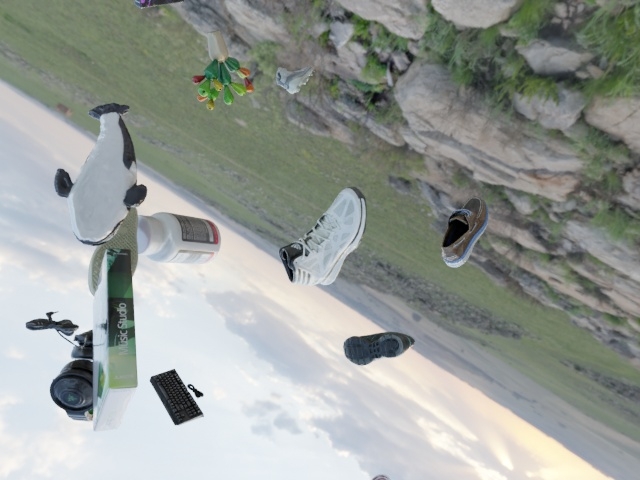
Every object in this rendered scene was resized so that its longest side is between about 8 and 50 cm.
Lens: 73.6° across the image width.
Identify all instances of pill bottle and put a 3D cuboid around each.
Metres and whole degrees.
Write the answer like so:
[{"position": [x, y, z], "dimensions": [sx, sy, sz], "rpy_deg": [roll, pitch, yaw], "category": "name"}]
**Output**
[{"position": [-0.518, -0.007, 1.515], "dimensions": [0.176, 0.176, 0.318], "rpy_deg": [30, -171, 25], "category": "pill bottle"}]

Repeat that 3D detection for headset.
[{"position": [-0.687, 0.349, 1.214], "dimensions": [0.185, 0.243, 0.394], "rpy_deg": [7, 134, -7], "category": "headset"}]

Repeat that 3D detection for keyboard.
[{"position": [-0.373, 0.411, 1.146], "dimensions": [0.108, 0.023, 0.180], "rpy_deg": [-3, -150, -44], "category": "keyboard"}]

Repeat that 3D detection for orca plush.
[{"position": [-0.420, -0.118, 0.825], "dimensions": [0.151, 0.287, 0.102], "rpy_deg": [-10, 165, -22], "category": "orca plush"}]

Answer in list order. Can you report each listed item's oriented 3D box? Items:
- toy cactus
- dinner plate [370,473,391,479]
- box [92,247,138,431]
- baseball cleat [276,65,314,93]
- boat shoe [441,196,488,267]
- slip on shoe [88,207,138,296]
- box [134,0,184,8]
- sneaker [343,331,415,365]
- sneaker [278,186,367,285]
[{"position": [-0.265, -0.454, 1.133], "dimensions": [0.112, 0.219, 0.180], "rpy_deg": [14, 127, 32], "category": "toy cactus"}, {"position": [0.163, 0.719, 1.172], "dimensions": [0.017, 0.141, 0.141], "rpy_deg": [28, 176, -19], "category": "dinner plate"}, {"position": [-0.452, 0.212, 0.927], "dimensions": [0.058, 0.232, 0.322], "rpy_deg": [4, -131, -33], "category": "box"}, {"position": [-0.095, -0.600, 1.544], "dimensions": [0.109, 0.072, 0.206], "rpy_deg": [30, -142, -6], "category": "baseball cleat"}, {"position": [0.311, -0.033, 0.922], "dimensions": [0.066, 0.183, 0.066], "rpy_deg": [2, 143, 42], "category": "boat shoe"}, {"position": [-0.604, 0.033, 1.252], "dimensions": [0.123, 0.101, 0.331], "rpy_deg": [18, -134, -34], "category": "slip on shoe"}, {"position": [-0.343, -0.584, 0.899], "dimensions": [0.029, 0.116, 0.162], "rpy_deg": [34, 136, 20], "category": "box"}, {"position": [0.193, 0.360, 1.434], "dimensions": [0.267, 0.101, 0.106], "rpy_deg": [-17, 169, 42], "category": "sneaker"}, {"position": [0.000, 0.001, 1.625], "dimensions": [0.257, 0.447, 0.169], "rpy_deg": [-4, -143, -43], "category": "sneaker"}]
